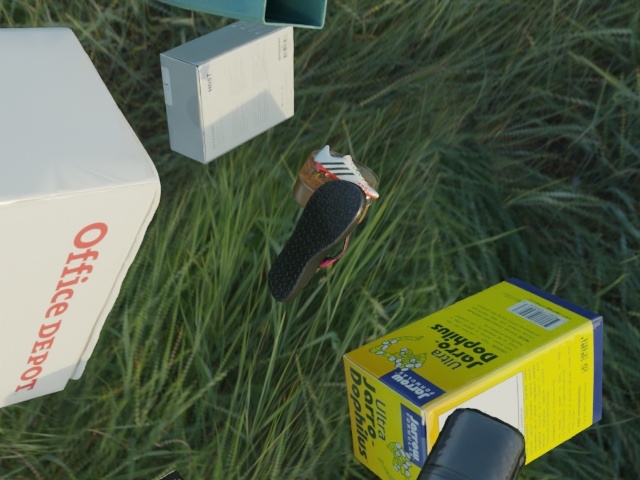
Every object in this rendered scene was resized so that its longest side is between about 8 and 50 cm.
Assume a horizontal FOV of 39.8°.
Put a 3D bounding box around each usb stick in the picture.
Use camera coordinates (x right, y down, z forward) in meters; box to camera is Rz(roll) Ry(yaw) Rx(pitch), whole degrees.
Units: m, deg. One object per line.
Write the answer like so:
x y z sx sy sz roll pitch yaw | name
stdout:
0.089 0.247 0.699 0.077 0.045 0.278 28 49 11 | usb stick

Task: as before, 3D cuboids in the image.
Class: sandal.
0.000 0.000 0.958 0.040 0.179 0.067 4 48 -36 | sandal

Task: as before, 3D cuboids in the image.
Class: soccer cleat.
0.032 -0.075 0.989 0.083 0.029 0.035 30 91 3 | soccer cleat

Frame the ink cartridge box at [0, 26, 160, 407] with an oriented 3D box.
-0.344 0.020 0.580 0.395 0.285 0.166 -12 60 -39 | ink cartridge box

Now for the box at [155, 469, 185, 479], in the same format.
-0.284 0.597 1.719 0.079 0.322 0.257 -44 80 9 | box

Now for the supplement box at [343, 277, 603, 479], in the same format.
0.239 0.226 1.358 0.357 0.195 0.194 -20 117 -28 | supplement box

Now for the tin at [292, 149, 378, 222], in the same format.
0.023 -0.075 1.226 0.106 0.189 0.040 20 114 3 | tin

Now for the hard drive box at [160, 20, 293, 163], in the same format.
-0.152 -0.264 1.519 0.089 0.181 0.232 24 41 31 | hard drive box

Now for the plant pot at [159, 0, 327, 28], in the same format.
-0.124 -0.350 1.048 0.234 0.166 0.165 13 106 22 | plant pot
